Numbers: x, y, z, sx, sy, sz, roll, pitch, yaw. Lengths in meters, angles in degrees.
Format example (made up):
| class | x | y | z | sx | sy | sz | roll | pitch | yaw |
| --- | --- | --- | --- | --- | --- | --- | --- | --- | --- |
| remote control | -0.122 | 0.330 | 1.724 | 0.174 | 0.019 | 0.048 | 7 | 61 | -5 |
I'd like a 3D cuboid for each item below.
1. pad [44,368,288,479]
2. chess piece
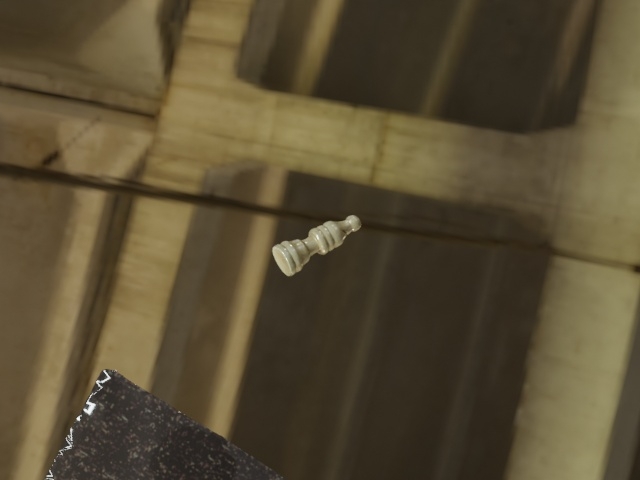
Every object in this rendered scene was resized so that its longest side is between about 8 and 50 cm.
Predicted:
| class | x | y | z | sx | sy | sz | roll | pitch | yaw |
| --- | --- | --- | --- | --- | --- | --- | --- | --- | --- |
| pad | -0.099 | 0.283 | 1.349 | 0.220 | 0.330 | 0.004 | -61 | -11 | 10 |
| chess piece | 0.000 | 0.000 | 1.552 | 0.092 | 0.035 | 0.035 | -29 | -55 | -18 |
